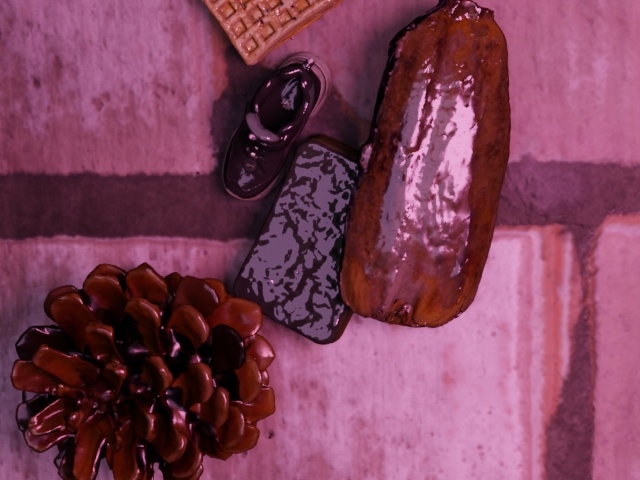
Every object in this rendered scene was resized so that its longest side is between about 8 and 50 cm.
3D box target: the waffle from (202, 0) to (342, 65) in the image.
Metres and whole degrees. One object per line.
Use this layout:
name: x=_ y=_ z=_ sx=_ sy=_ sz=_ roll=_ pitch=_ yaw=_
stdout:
waffle: x=-0.040 y=-0.258 z=1.139 sx=0.148 sy=0.042 sz=0.102 roll=-34 pitch=89 yaw=12

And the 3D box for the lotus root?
lotus root: x=0.121 y=-0.066 z=1.074 sx=0.167 sy=0.078 sz=0.329 roll=4 pitch=103 yaw=-25

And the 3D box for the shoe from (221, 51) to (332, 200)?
shoe: x=-0.053 y=-0.113 z=1.128 sx=0.071 sy=0.099 sz=0.169 roll=33 pitch=102 yaw=4

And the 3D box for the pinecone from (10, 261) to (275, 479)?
pinecone: x=-0.183 y=0.133 z=1.106 sx=0.264 sy=0.264 sz=0.264 roll=1 pitch=96 yaw=11

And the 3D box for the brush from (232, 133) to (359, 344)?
brush: x=0.000 y=0.000 z=1.149 sx=0.123 sy=0.059 sz=0.197 roll=27 pitch=99 yaw=9
